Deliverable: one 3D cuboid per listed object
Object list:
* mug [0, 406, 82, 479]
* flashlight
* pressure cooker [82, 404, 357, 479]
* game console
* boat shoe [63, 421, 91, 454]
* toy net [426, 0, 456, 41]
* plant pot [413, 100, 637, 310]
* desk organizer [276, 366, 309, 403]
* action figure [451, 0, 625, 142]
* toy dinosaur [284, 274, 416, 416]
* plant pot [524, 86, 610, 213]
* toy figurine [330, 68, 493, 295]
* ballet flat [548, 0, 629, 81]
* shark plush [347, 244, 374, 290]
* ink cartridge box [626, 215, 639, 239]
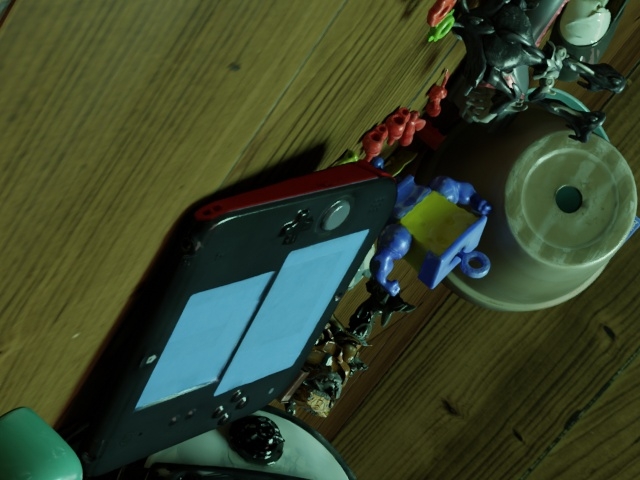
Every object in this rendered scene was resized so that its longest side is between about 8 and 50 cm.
[{"bbox_3d":[-0.302,0.247,1.242,0.158,0.097,0.129,-40,166,-40],"label":"mug"},{"bbox_3d":[0.286,-0.285,1.718,0.304,0.103,0.103,-56,-167,29],"label":"flashlight"},{"bbox_3d":[-0.139,0.419,1.744,0.370,0.375,0.420,-31,164,-42],"label":"pressure cooker"},{"bbox_3d":[-0.087,0.086,1.454,0.342,0.060,0.386,-21,146,-52],"label":"game console"},{"bbox_3d":[-0.259,0.229,1.488,0.137,0.049,0.043,-29,156,-48],"label":"boat shoe"},{"bbox_3d":[0.140,-0.289,1.286,0.122,0.045,0.232,-44,167,-12],"label":"toy net"},{"bbox_3d":[0.311,-0.053,1.859,0.323,0.323,0.280,-48,-175,-5],"label":"plant pot"},{"bbox_3d":[-0.081,0.152,1.695,0.050,0.130,0.047,-52,169,1],"label":"desk organizer"},{"bbox_3d":[0.235,-0.218,1.580,0.141,0.275,0.164,2,-110,56],"label":"action figure"},{"bbox_3d":[-0.006,0.127,1.843,0.164,0.322,0.218,23,105,-33],"label":"toy dinosaur"},{"bbox_3d":[0.339,-0.092,2.205,0.293,0.293,0.196,-40,-167,-37],"label":"plant pot"},{"bbox_3d":[0.121,-0.023,1.656,0.362,0.217,0.191,-41,167,-36],"label":"toy figurine"},{"bbox_3d":[0.430,-0.379,1.999,0.280,0.095,0.096,-59,159,1],"label":"ballet flat"},{"bbox_3d":[0.025,0.046,2.024,0.161,0.073,0.067,-32,158,28],"label":"shark plush"},{"bbox_3d":[0.441,-0.103,2.369,0.065,0.311,0.186,-41,167,-32],"label":"ink cartridge box"}]
